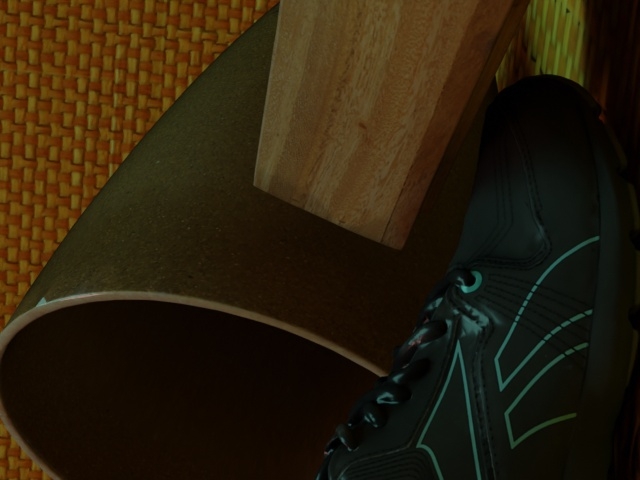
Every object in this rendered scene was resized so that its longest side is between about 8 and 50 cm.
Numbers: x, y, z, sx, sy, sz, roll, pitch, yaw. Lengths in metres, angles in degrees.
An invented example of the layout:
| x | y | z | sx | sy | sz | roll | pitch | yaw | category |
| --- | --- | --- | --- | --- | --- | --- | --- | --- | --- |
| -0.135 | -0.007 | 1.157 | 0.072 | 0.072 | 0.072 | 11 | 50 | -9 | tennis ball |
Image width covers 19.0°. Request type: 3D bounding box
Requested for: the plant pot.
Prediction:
| x | y | z | sx | sy | sz | roll | pitch | yaw | category |
| --- | --- | --- | --- | --- | --- | --- | --- | --- | --- |
| 0.000 | 0.000 | 0.919 | 0.237 | 0.237 | 0.254 | 100 | -171 | -55 | plant pot |

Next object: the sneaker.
| x | y | z | sx | sy | sz | roll | pitch | yaw | category |
| --- | --- | --- | --- | --- | --- | --- | --- | --- | --- |
| 0.053 | 0.063 | 0.656 | 0.101 | 0.106 | 0.267 | 98 | 177 | -69 | sneaker |

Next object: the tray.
| x | y | z | sx | sy | sz | roll | pitch | yaw | category |
| --- | --- | --- | --- | --- | --- | --- | --- | --- | --- |
| 0.061 | -0.150 | 0.592 | 0.411 | 0.076 | 0.203 | 103 | -169 | -74 | tray |
